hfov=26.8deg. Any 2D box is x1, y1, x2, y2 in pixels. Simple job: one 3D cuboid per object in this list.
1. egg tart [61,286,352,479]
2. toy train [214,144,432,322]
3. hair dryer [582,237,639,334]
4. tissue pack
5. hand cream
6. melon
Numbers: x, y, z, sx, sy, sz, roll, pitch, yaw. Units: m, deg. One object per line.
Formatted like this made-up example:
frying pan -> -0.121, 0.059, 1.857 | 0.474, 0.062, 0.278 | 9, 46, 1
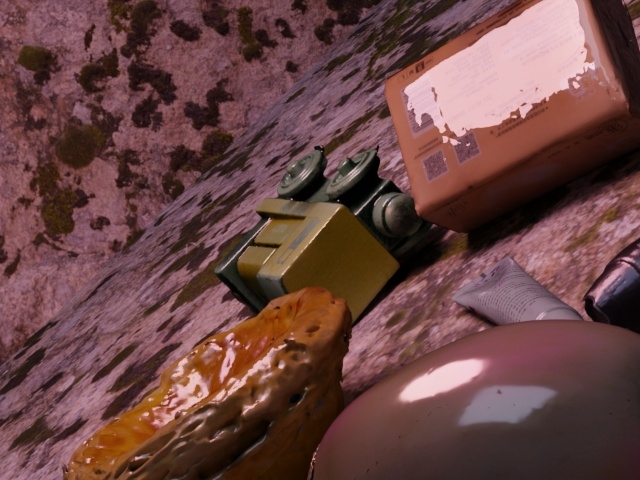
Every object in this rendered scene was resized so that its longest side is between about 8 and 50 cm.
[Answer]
egg tart -> -0.105, 0.207, 1.486 | 0.388, 0.169, 0.388 | -35, 12, 8
toy train -> 0.000, 0.000, 1.886 | 0.253, 0.160, 0.397 | -49, 17, -11
hair dryer -> 0.368, 0.048, 1.109 | 0.235, 0.091, 0.272 | -29, 27, -5
tissue pack -> 0.272, -0.158, 1.695 | 0.305, 0.238, 0.238 | -29, 18, 31
hand cream -> 0.206, 0.066, 1.392 | 0.085, 0.058, 0.331 | -40, 15, 0
melon -> 0.127, 0.176, 0.941 | 0.317, 0.223, 0.223 | -26, 19, 38
